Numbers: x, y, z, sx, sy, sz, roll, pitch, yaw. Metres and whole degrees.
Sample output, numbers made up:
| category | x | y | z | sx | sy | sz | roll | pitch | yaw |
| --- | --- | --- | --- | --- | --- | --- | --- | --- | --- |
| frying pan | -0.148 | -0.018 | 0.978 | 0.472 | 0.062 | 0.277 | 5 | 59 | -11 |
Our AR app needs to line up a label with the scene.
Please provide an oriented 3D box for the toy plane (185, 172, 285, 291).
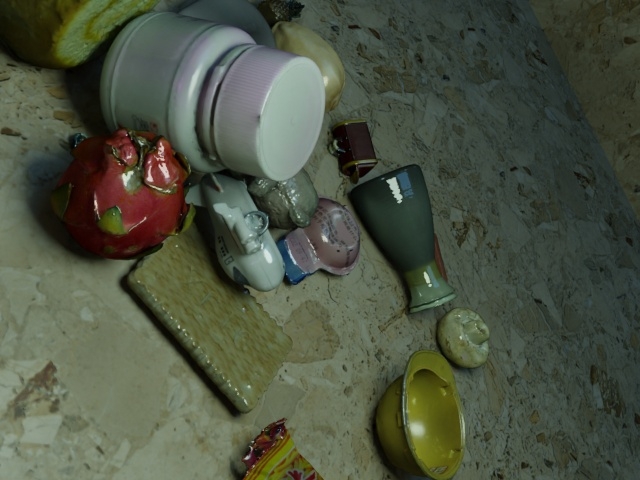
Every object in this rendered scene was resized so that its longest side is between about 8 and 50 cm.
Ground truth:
| category | x | y | z | sx | sy | sz | roll | pitch | yaw |
| --- | --- | --- | --- | --- | --- | --- | --- | --- | --- |
| toy plane | -0.148 | -0.017 | 1.573 | 0.252 | 0.118 | 0.252 | 58 | -6 | 9 |

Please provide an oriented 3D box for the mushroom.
| category | x | y | z | sx | sy | sz | roll | pitch | yaw |
| --- | --- | --- | --- | --- | --- | --- | --- | --- | --- |
| mushroom | 0.339 | 0.228 | 2.052 | 0.148 | 0.112 | 0.148 | 30 | 39 | -28 |

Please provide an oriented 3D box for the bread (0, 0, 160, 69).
| category | x | y | z | sx | sy | sz | roll | pitch | yaw |
| --- | --- | --- | --- | --- | --- | --- | --- | --- | --- |
| bread | -0.407 | -0.457 | 1.510 | 0.239 | 0.264 | 0.395 | 49 | 34 | -3 |

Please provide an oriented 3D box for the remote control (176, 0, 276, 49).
| category | x | y | z | sx | sy | sz | roll | pitch | yaw |
| --- | --- | --- | --- | --- | --- | --- | --- | --- | --- |
| remote control | -0.198 | -0.407 | 1.837 | 0.221 | 0.104 | 0.332 | 57 | 37 | -15 |

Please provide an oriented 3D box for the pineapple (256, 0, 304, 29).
| category | x | y | z | sx | sy | sz | roll | pitch | yaw |
| --- | --- | --- | --- | --- | --- | --- | --- | --- | --- |
| pineapple | -0.091 | -0.543 | 2.082 | 0.074 | 0.074 | 0.159 | 59 | 34 | -2 |

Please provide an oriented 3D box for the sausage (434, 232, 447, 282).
| category | x | y | z | sx | sy | sz | roll | pitch | yaw |
| --- | --- | --- | --- | --- | --- | --- | --- | --- | --- |
| sausage | 0.285 | 0.044 | 2.171 | 0.030 | 0.035 | 0.147 | 58 | 18 | -65 |

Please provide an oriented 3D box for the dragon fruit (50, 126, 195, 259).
| category | x | y | z | sx | sy | sz | roll | pitch | yaw |
| --- | --- | --- | --- | --- | --- | --- | --- | --- | --- |
| dragon fruit | -0.308 | -0.077 | 1.394 | 0.224 | 0.227 | 0.224 | 14 | 68 | -38 |

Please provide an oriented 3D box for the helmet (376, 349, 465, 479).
| category | x | y | z | sx | sy | sz | roll | pitch | yaw |
| --- | --- | --- | --- | --- | --- | --- | --- | --- | --- |
| helmet | 0.180 | 0.358 | 1.756 | 0.205 | 0.140 | 0.256 | 14 | 63 | -46 |

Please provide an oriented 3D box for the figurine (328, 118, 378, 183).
| category | x | y | z | sx | sy | sz | roll | pitch | yaw |
| --- | --- | --- | --- | --- | --- | --- | --- | --- | --- |
| figurine | 0.069 | -0.206 | 2.051 | 0.098 | 0.082 | 0.154 | 3 | 65 | -34 |

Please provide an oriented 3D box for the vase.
| category | x | y | z | sx | sy | sz | roll | pitch | yaw |
| --- | --- | --- | --- | --- | --- | --- | --- | --- | --- |
| vase | 0.203 | 0.000 | 2.008 | 0.173 | 0.173 | 0.321 | -22 | 90 | -53 |

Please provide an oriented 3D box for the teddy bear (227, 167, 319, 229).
| category | x | y | z | sx | sy | sz | roll | pitch | yaw |
| --- | --- | --- | --- | --- | --- | --- | --- | --- | --- |
| teddy bear | -0.114 | -0.138 | 1.718 | 0.267 | 0.151 | 0.236 | 61 | 4 | -25 |

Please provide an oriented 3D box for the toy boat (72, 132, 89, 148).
| category | x | y | z | sx | sy | sz | roll | pitch | yaw |
| --- | --- | --- | --- | --- | --- | --- | --- | --- | --- |
| toy boat | -0.397 | -0.146 | 1.494 | 0.038 | 0.038 | 0.083 | -10 | 74 | -52 |

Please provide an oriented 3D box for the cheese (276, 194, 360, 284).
| category | x | y | z | sx | sy | sz | roll | pitch | yaw |
| --- | --- | --- | --- | --- | --- | --- | --- | --- | --- |
| cheese | 0.000 | 0.000 | 1.834 | 0.188 | 0.074 | 0.286 | 58 | 41 | -4 |

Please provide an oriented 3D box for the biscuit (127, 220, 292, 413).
| category | x | y | z | sx | sy | sz | roll | pitch | yaw |
| --- | --- | --- | --- | --- | --- | --- | --- | --- | --- |
| biscuit | -0.190 | 0.131 | 1.550 | 0.325 | 0.044 | 0.217 | 50 | 37 | -13 |

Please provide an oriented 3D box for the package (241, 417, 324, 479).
| category | x | y | z | sx | sy | sz | roll | pitch | yaw |
| --- | --- | --- | --- | --- | --- | --- | --- | --- | --- |
| package | -0.053 | 0.468 | 1.451 | 0.288 | 0.108 | 0.223 | 50 | 43 | -3 |

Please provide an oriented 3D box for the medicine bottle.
| category | x | y | z | sx | sy | sz | roll | pitch | yaw |
| --- | --- | --- | --- | --- | --- | --- | --- | --- | --- |
| medicine bottle | -0.180 | -0.239 | 1.490 | 0.256 | 0.325 | 0.256 | -45 | 145 | -45 |

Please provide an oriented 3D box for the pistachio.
| category | x | y | z | sx | sy | sz | roll | pitch | yaw |
| --- | --- | --- | --- | --- | --- | --- | --- | --- | --- |
| pistachio | -0.034 | -0.394 | 2.001 | 0.229 | 0.157 | 0.157 | 57 | 37 | 4 |
